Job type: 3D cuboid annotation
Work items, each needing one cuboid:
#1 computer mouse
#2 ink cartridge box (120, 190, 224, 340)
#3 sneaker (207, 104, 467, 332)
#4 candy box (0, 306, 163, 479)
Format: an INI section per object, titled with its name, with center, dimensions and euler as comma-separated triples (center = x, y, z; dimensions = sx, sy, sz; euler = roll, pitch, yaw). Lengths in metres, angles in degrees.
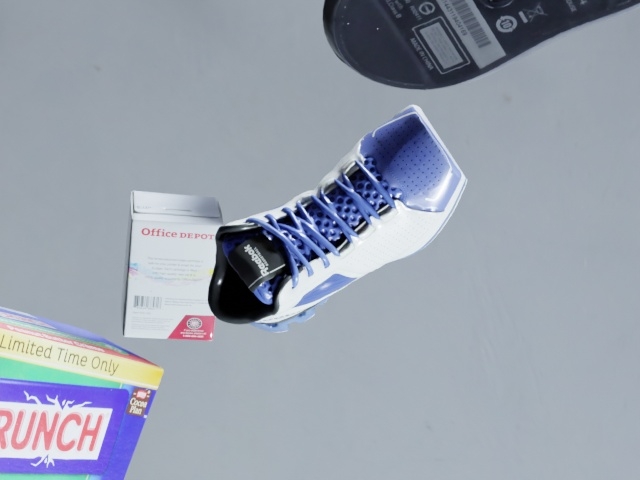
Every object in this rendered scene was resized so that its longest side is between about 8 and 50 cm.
[computer mouse]
center = 0.130, -0.171, 0.813
dimensions = 0.272, 0.188, 0.072
euler = -16, 45, 21
[ink cartridge box]
center = -0.208, 0.033, 1.911
dimensions = 0.128, 0.127, 0.176
euler = 5, 110, -11
[sneaker]
center = -0.001, 0.001, 1.421
dimensions = 0.315, 0.182, 0.127
euler = -40, 80, 20
[candy box]
center = -0.308, 0.218, 1.197
dimensions = 0.122, 0.268, 0.317
euler = 18, 88, 38
